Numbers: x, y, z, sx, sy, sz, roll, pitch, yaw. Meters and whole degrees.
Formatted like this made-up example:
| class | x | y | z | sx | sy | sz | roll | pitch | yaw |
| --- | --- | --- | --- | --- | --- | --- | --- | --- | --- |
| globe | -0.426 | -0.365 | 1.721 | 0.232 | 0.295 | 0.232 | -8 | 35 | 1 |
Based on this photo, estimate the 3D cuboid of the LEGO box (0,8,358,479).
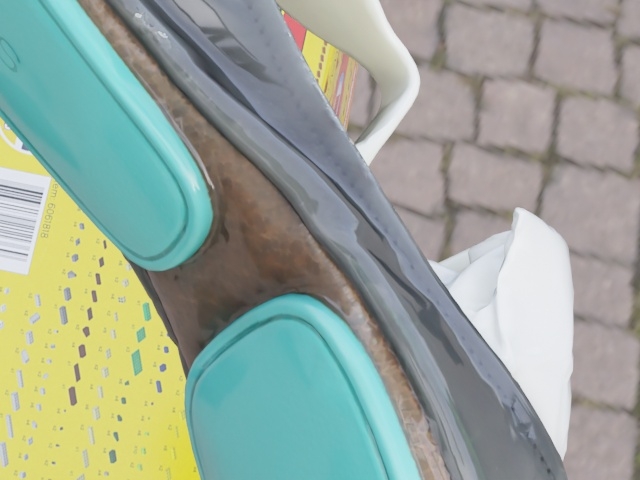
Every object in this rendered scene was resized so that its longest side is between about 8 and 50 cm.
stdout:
| class | x | y | z | sx | sy | sz | roll | pitch | yaw |
| --- | --- | --- | --- | --- | --- | --- | --- | --- | --- |
| LEGO box | -0.113 | 0.058 | 1.213 | 0.193 | 0.372 | 0.500 | 11 | 78 | 3 |

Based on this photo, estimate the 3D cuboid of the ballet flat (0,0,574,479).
| class | x | y | z | sx | sy | sz | roll | pitch | yaw |
| --- | --- | --- | --- | --- | --- | --- | --- | --- | --- |
| ballet flat | 0.000 | 0.000 | 0.436 | 0.096 | 0.095 | 0.280 | -28 | 90 | -31 |
